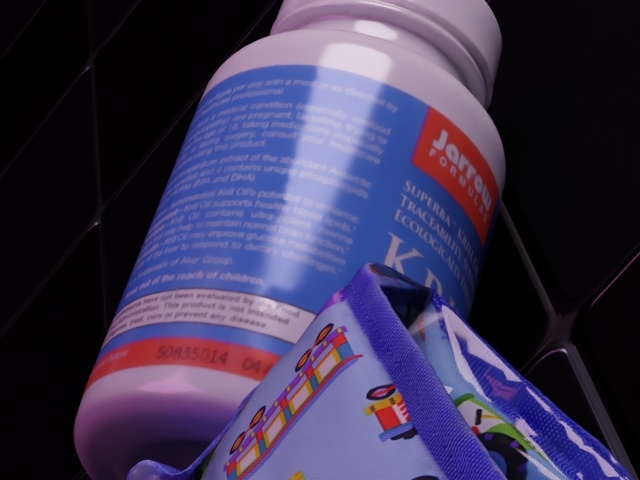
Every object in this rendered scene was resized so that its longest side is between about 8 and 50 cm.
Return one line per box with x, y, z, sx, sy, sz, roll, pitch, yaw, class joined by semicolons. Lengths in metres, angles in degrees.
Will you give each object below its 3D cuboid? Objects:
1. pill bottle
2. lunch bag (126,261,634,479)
0.000;0.000;0.724;0.124;0.124;0.221;-28;36;49;pill bottle
-0.009;0.137;0.493;0.221;0.138;0.293;-53;30;8;lunch bag
